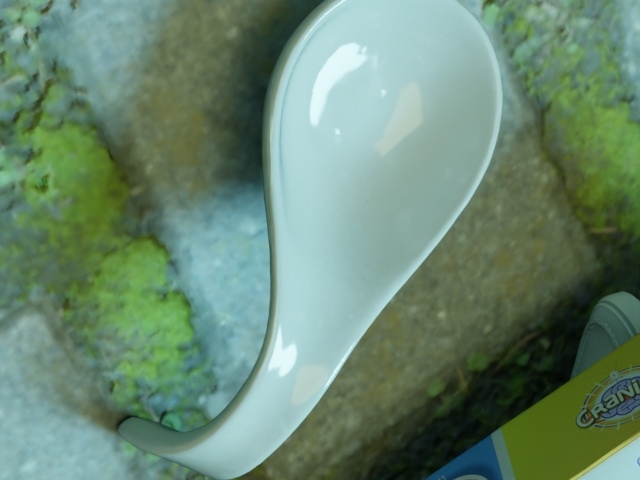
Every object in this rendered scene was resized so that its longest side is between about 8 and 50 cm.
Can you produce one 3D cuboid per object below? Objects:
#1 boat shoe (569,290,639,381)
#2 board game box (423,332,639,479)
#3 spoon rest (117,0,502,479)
[{"bbox_3d":[0.159,0.118,1.090,0.063,0.066,0.184,-16,125,-24],"label":"boat shoe"},{"bbox_3d":[0.188,0.175,1.057,0.316,0.064,0.242,-34,125,1],"label":"board game box"},{"bbox_3d":[0.000,0.000,0.940,0.137,0.084,0.276,26,94,-34],"label":"spoon rest"}]
